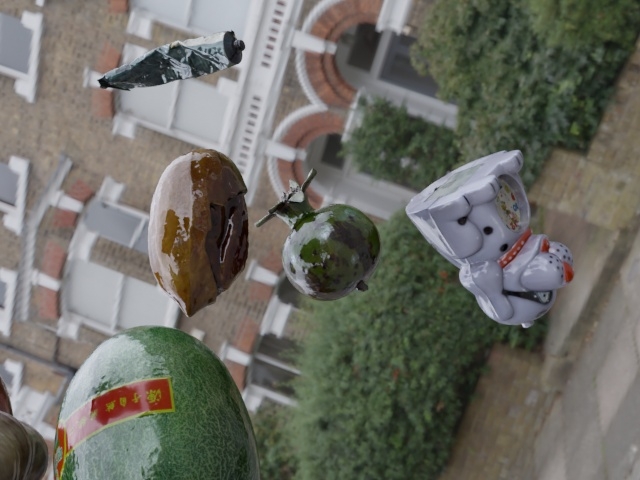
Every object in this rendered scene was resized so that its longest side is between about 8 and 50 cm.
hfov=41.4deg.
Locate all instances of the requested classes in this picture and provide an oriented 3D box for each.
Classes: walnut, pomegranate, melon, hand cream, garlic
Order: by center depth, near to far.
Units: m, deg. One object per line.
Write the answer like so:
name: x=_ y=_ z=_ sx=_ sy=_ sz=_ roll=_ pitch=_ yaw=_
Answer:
melon: x=-0.145 y=0.200 z=0.759 sx=0.287 sy=0.182 sz=0.182 roll=-117 pitch=34 yaw=-49
garlic: x=-0.326 y=0.215 z=0.765 sx=0.147 sy=0.102 sz=0.159 roll=-52 pitch=-10 yaw=34
walnut: x=-0.135 y=-0.011 z=0.951 sx=0.115 sy=0.116 sz=0.207 roll=97 pitch=176 yaw=-62
pomegranate: x=0.003 y=0.001 z=1.153 sx=0.148 sy=0.169 sz=0.148 roll=-37 pitch=16 yaw=12
hand cream: x=-0.225 y=-0.267 z=1.308 sx=0.075 sy=0.248 sz=0.052 roll=39 pitch=-136 yaw=-55

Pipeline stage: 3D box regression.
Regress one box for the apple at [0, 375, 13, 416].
apple: x=-0.612 y=0.286 z=1.296 sx=0.216 sy=0.260 sz=0.260 roll=-52 pitch=2 yaw=26

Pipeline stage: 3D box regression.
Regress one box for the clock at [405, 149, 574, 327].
clock: x=0.260 y=0.017 z=1.240 sx=0.189 sy=0.254 sz=0.189 roll=-31 pitch=7 yaw=4
